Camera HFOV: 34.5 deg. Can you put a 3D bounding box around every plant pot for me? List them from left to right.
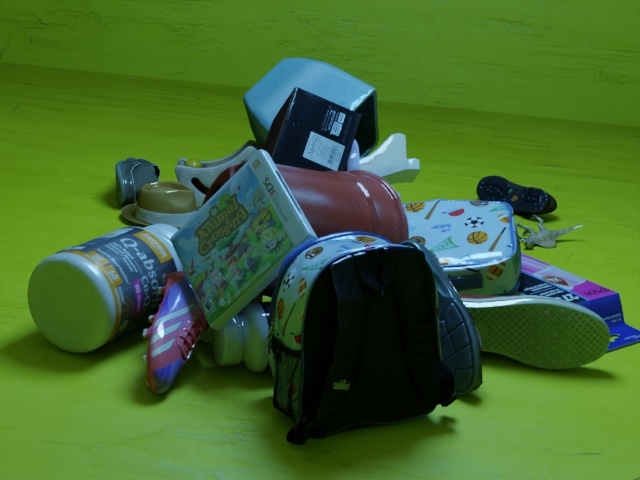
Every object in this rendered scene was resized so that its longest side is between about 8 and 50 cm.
[{"bbox_3d":[-0.041,-0.010,1.696,0.272,0.272,0.265,23,7,43],"label":"plant pot"},{"bbox_3d":[-0.039,-0.276,2.403,0.252,0.248,0.247,38,74,20],"label":"plant pot"}]

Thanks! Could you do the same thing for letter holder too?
[{"bbox_3d":[-0.056,-0.125,2.138,0.152,0.302,0.214,22,-20,-12],"label":"letter holder"}]

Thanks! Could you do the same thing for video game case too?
[{"bbox_3d":[-0.121,-0.003,1.544,0.023,0.212,0.193,28,25,-49],"label":"video game case"}]

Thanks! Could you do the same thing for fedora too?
[{"bbox_3d":[-0.337,-0.083,2.253,0.194,0.079,0.194,5,18,-2],"label":"fedora"}]

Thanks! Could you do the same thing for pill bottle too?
[{"bbox_3d":[-0.328,0.067,1.676,0.162,0.162,0.278,13,20,23],"label":"pill bottle"},{"bbox_3d":[-0.065,0.147,1.589,0.193,0.108,0.108,-2,19,-21],"label":"pill bottle"}]

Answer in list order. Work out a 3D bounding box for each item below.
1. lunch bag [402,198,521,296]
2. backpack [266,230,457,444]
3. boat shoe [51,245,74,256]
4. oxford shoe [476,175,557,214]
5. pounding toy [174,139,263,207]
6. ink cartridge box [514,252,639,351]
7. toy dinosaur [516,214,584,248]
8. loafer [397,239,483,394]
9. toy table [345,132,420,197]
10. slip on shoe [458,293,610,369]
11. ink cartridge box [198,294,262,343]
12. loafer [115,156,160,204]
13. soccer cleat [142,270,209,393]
[{"bbox_3d":[0.218,0.028,1.915,0.303,0.115,0.243,-6,34,12],"label":"lunch bag"},{"bbox_3d":[0.048,0.120,1.455,0.276,0.263,0.213,-8,22,-31],"label":"backpack"},{"bbox_3d":[-0.443,0.062,1.833,0.072,0.068,0.190,-20,18,-27],"label":"boat shoe"},{"bbox_3d":[0.489,-0.104,2.575,0.227,0.083,0.096,23,6,43],"label":"oxford shoe"},{"bbox_3d":[-0.198,-0.141,2.348,0.269,0.154,0.155,4,18,-3],"label":"pounding toy"},{"bbox_3d":[0.419,0.106,1.927,0.175,0.069,0.371,-10,26,-37],"label":"ink cartridge box"},{"bbox_3d":[0.506,-0.013,2.347,0.183,0.053,0.092,-16,43,-32],"label":"toy dinosaur"},{"bbox_3d":[0.200,0.117,1.625,0.084,0.096,0.268,9,51,-48],"label":"loafer"},{"bbox_3d":[0.115,-0.121,2.272,0.160,0.252,0.274,2,-8,-8],"label":"toy table"},{"bbox_3d":[0.312,0.140,1.714,0.331,0.123,0.101,4,14,10],"label":"slip on shoe"},{"bbox_3d":[-0.170,0.115,1.726,0.109,0.063,0.150,9,19,13],"label":"ink cartridge box"},{"bbox_3d":[-0.422,-0.146,2.397,0.087,0.094,0.251,0,18,-1],"label":"loafer"},{"bbox_3d":[-0.209,0.133,1.556,0.095,0.083,0.248,1,35,1],"label":"soccer cleat"}]
